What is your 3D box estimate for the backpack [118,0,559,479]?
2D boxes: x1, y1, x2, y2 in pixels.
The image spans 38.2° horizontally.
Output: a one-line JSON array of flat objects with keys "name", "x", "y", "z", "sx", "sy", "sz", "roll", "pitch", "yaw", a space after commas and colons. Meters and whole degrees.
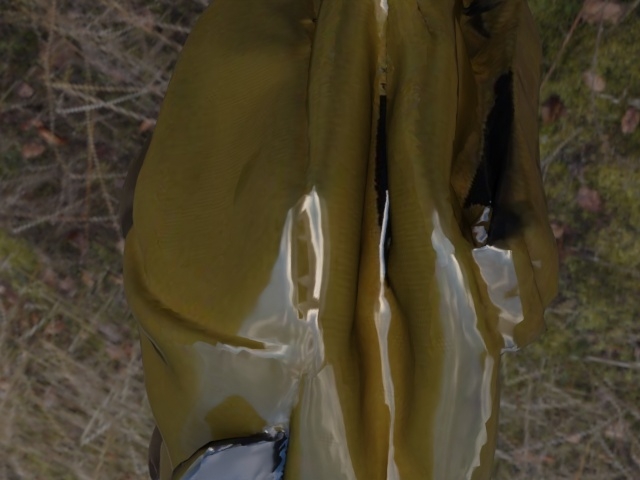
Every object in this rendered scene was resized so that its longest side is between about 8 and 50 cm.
[{"name": "backpack", "x": 0.006, "y": 0.002, "z": 0.495, "sx": 0.201, "sy": 0.378, "sz": 0.354, "roll": 6, "pitch": 138, "yaw": 1}]
